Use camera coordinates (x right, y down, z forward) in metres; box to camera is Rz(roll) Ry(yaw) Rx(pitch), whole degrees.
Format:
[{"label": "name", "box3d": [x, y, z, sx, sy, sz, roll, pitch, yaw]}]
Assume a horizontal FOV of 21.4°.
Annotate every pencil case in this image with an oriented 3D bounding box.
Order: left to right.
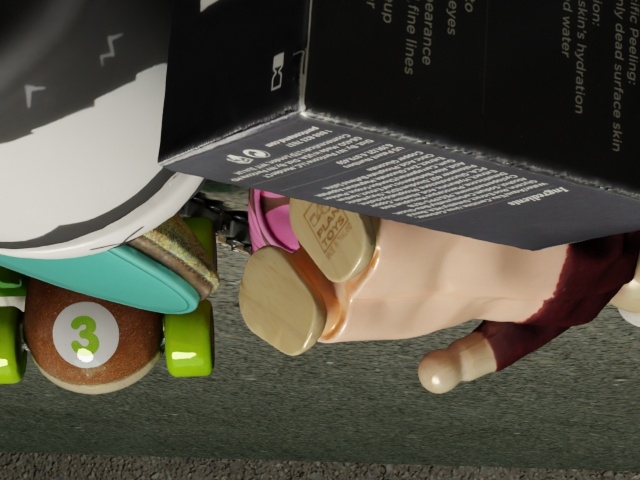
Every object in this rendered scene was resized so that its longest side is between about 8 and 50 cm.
[{"label": "pencil case", "box3d": [0.000, 0.000, 1.147, 0.098, 0.095, 0.209, 5, 169, -1]}]

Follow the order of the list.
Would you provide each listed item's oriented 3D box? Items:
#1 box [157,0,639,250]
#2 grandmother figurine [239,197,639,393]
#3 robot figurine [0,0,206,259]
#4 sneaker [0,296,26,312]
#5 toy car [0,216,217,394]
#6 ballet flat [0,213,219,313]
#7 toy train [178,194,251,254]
[{"label": "box", "box3d": [0.041, -0.089, 0.550, 0.158, 0.156, 0.093, 12, 165, -30]}, {"label": "grandmother figurine", "box3d": [0.128, 0.008, 1.048, 0.342, 0.104, 0.208, 3, 141, -38]}, {"label": "robot figurine", "box3d": [-0.128, -0.089, 0.639, 0.209, 0.174, 0.278, 20, 170, 17]}, {"label": "sneaker", "box3d": [-0.249, 0.025, 1.280, 0.110, 0.118, 0.292, 0, 167, 13]}, {"label": "toy car", "box3d": [-0.150, -0.009, 1.085, 0.155, 0.149, 0.188, -2, 137, 0]}, {"label": "ballet flat", "box3d": [-0.210, -0.059, 0.905, 0.348, 0.123, 0.123, 16, 164, -13]}, {"label": "toy train", "box3d": [-0.093, -0.016, 1.241, 0.036, 0.027, 0.158, -1, 165, 35]}]
